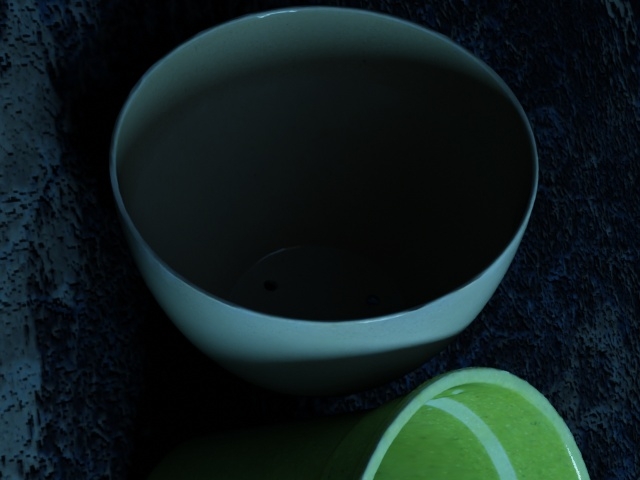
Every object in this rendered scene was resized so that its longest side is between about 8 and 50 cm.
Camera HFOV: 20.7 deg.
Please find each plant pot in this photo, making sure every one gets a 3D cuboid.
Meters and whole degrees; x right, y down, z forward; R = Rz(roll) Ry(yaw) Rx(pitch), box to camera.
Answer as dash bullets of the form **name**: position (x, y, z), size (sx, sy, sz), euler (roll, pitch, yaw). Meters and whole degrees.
- **plant pot**: position (0.011, 0.225, 1.201), size (0.276, 0.254, 0.276), euler (5, 83, -48)
- **plant pot**: position (0.000, 0.000, 1.231), size (0.284, 0.284, 0.191), euler (-56, 161, -34)
